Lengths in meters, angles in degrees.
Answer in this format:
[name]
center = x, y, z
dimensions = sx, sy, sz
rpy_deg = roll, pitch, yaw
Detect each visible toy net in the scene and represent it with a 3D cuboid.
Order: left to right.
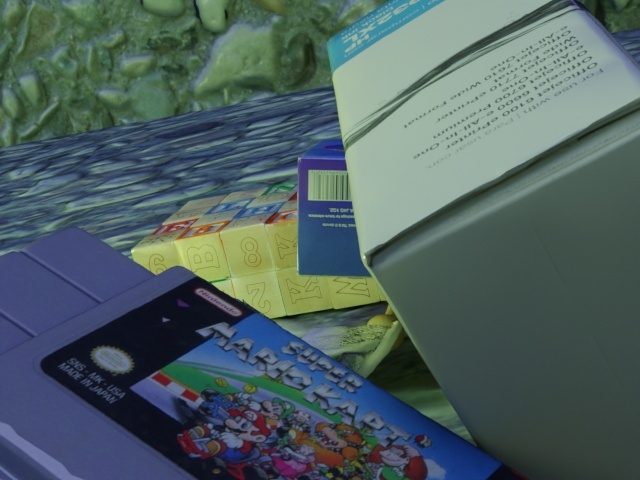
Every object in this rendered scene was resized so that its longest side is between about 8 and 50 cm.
[toy net]
center = 0.085, 0.065, 0.934
dimensions = 0.232, 0.045, 0.122
rpy_deg = -22, 17, -24

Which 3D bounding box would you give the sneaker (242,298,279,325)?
[sneaker]
center = -0.068, 0.084, 0.921
dimensions = 0.106, 0.078, 0.234
rpy_deg = -21, 13, -18

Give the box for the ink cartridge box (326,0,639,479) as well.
[ink cartridge box]
center = 0.114, 0.003, 0.620
dimensions = 0.129, 0.223, 0.307
rpy_deg = -29, 22, 10

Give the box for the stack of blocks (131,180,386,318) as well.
[stack of blocks]
center = 0.000, 0.000, 1.179
dimensions = 0.297, 0.087, 0.171
rpy_deg = -10, 13, 16

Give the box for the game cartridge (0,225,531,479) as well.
[game cartridge]
center = -0.033, 0.118, 0.428
dimensions = 0.355, 0.068, 0.230
rpy_deg = 30, 38, 24

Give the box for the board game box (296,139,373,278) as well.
[board game box]
center = 0.164, -0.025, 0.913
dimensions = 0.347, 0.078, 0.233
rpy_deg = 2, 8, 4
